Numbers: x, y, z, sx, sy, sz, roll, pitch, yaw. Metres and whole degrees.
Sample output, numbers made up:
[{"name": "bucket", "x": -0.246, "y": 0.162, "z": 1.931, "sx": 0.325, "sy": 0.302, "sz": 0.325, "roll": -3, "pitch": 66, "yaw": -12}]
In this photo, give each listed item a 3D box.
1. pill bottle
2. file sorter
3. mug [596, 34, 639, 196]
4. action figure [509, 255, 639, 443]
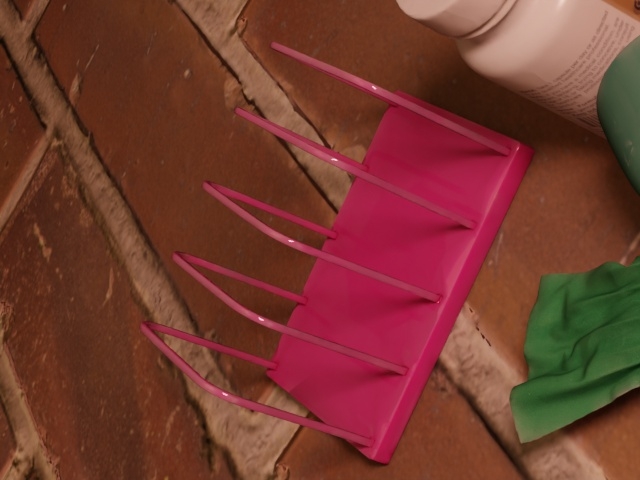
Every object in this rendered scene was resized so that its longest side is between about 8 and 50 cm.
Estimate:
[{"name": "pill bottle", "x": 0.171, "y": -0.166, "z": 1.210, "sx": 0.131, "sy": 0.229, "sz": 0.131, "roll": -31, "pitch": 49, "yaw": 43}, {"name": "file sorter", "x": 0.000, "y": 0.000, "z": 1.405, "sx": 0.202, "sy": 0.182, "sz": 0.290, "roll": 32, "pitch": 99, "yaw": 57}, {"name": "mug", "x": 0.268, "y": -0.069, "z": 1.129, "sx": 0.129, "sy": 0.158, "sz": 0.097, "roll": -29, "pitch": 48, "yaw": 12}, {"name": "action figure", "x": 0.232, "y": 0.059, "z": 1.148, "sx": 0.232, "sy": 0.063, "sz": 0.137, "roll": -26, "pitch": 49, "yaw": 51}]
